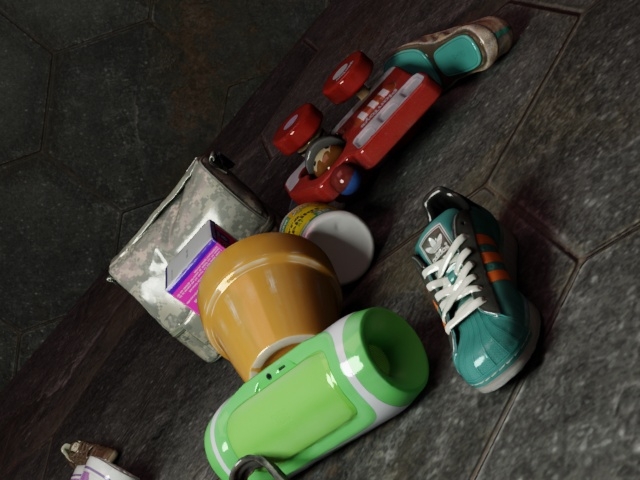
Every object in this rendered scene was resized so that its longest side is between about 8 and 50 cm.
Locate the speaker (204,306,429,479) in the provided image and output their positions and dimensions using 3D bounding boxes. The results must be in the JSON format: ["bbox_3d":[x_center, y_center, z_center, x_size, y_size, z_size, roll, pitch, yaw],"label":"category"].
[{"bbox_3d":[-0.012,0.195,1.175,0.296,0.131,0.131,-38,21,35],"label":"speaker"}]

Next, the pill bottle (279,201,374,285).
[{"bbox_3d":[0.000,0.000,1.558,0.117,0.117,0.208,-52,17,-3],"label":"pill bottle"}]

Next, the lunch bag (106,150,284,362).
[{"bbox_3d":[-0.206,0.023,1.794,0.305,0.256,0.212,-48,18,8],"label":"lunch bag"}]

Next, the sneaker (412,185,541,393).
[{"bbox_3d":[0.154,0.044,1.075,0.108,0.121,0.302,-44,19,23],"label":"sneaker"}]

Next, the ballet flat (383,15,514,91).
[{"bbox_3d":[0.228,-0.321,1.709,0.106,0.107,0.316,-36,17,-21],"label":"ballet flat"}]

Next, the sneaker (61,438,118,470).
[{"bbox_3d":[-0.458,0.425,1.921,0.188,0.071,0.066,-26,30,55],"label":"sneaker"}]

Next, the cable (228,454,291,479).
[{"bbox_3d":[-0.017,0.295,1.082,0.287,0.072,0.139,-24,55,41],"label":"cable"}]

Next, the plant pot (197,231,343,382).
[{"bbox_3d":[-0.054,0.123,1.350,0.205,0.205,0.188,-47,33,14],"label":"plant pot"}]

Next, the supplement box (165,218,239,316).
[{"bbox_3d":[-0.120,0.086,1.513,0.114,0.220,0.111,-48,18,7],"label":"supplement box"}]

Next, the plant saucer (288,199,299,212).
[{"bbox_3d":[-0.029,-0.124,2.054,0.067,0.018,0.192,-40,21,31],"label":"plant saucer"}]

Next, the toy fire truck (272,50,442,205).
[{"bbox_3d":[0.060,-0.173,1.656,0.302,0.169,0.254,-46,17,5],"label":"toy fire truck"}]

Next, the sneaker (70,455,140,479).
[{"bbox_3d":[-0.387,0.459,1.651,0.161,0.102,0.282,-64,11,-27],"label":"sneaker"}]
